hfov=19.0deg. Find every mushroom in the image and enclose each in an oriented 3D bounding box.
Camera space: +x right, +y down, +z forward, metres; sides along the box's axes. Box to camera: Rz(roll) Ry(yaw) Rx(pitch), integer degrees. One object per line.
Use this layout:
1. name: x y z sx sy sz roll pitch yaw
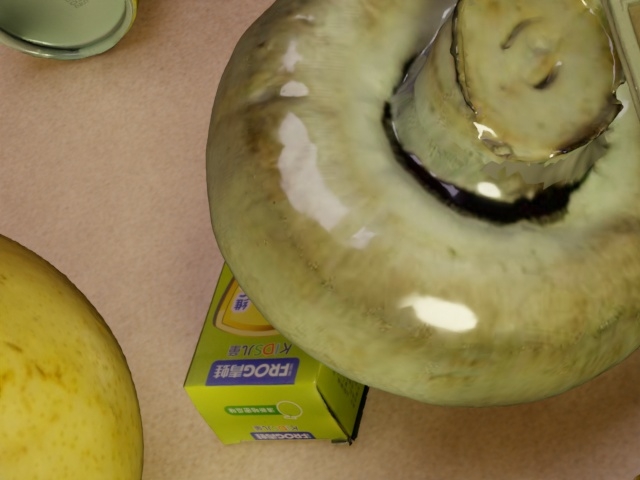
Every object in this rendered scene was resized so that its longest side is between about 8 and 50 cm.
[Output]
1. mushroom: 0.098 -0.054 1.267 0.352 0.260 0.352 7 66 -16

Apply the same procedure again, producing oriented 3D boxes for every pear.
1. pear: -0.289 0.144 1.296 0.348 0.348 0.348 -15 46 16

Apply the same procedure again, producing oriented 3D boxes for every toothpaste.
1. toothpaste: 0.000 0.000 1.438 0.110 0.077 0.327 -3 50 26

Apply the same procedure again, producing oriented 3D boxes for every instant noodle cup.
1. instant noodle cup: -0.241 -0.302 1.763 0.216 0.215 0.236 -13 54 18

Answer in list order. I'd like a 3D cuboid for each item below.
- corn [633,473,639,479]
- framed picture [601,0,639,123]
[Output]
1. corn: 0.260 0.154 1.142 0.305 0.106 0.106 -29 44 4
2. framed picture: 0.356 -0.086 1.191 0.324 0.240 0.020 -18 -2 -11
